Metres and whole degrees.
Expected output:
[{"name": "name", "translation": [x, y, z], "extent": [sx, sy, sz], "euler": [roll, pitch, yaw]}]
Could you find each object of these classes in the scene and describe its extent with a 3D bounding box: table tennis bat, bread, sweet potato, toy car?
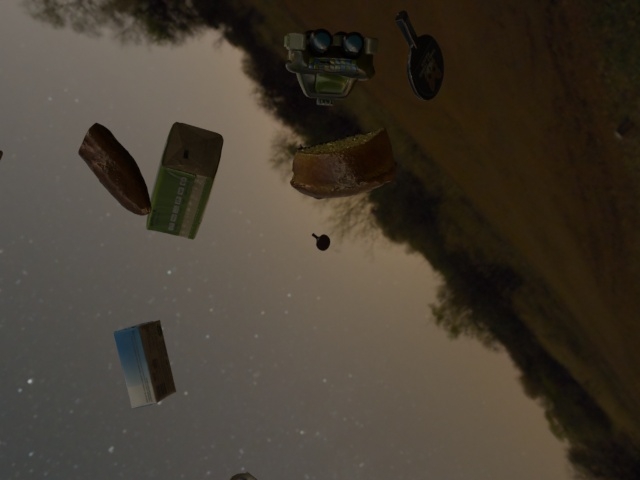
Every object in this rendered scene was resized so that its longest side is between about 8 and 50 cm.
[{"name": "table tennis bat", "translation": [0.232, -0.434, 1.690], "extent": [0.027, 0.150, 0.236], "euler": [8, 149, 39]}, {"name": "bread", "translation": [0.064, -0.162, 1.616], "extent": [0.134, 0.260, 0.129], "euler": [-130, 26, -64]}, {"name": "sweet potato", "translation": [-0.449, -0.150, 1.573], "extent": [0.251, 0.097, 0.097], "euler": [54, -172, 13]}, {"name": "toy car", "translation": [0.027, -0.462, 1.936], "extent": [0.248, 0.198, 0.204], "euler": [0, -165, -9]}, {"name": "table tennis bat", "translation": [0.000, 0.000, 2.210], "extent": [0.007, 0.050, 0.083], "euler": [18, -165, -47]}]

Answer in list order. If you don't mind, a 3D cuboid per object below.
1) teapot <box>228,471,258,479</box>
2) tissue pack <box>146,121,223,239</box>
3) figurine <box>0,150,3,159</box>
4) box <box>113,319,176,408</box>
[{"name": "teapot", "translation": [-0.133, 0.726, 1.918], "extent": [0.300, 0.208, 0.166], "euler": [39, -144, 25]}, {"name": "tissue pack", "translation": [-0.401, -0.172, 2.122], "extent": [0.167, 0.274, 0.200], "euler": [14, -133, -12]}, {"name": "figurine", "translation": [-0.858, -0.123, 1.612], "extent": [0.177, 0.247, 0.173], "euler": [25, 173, -37]}, {"name": "box", "translation": [-0.434, 0.304, 1.796], "extent": [0.139, 0.073, 0.194], "euler": [3, -108, -82]}]
